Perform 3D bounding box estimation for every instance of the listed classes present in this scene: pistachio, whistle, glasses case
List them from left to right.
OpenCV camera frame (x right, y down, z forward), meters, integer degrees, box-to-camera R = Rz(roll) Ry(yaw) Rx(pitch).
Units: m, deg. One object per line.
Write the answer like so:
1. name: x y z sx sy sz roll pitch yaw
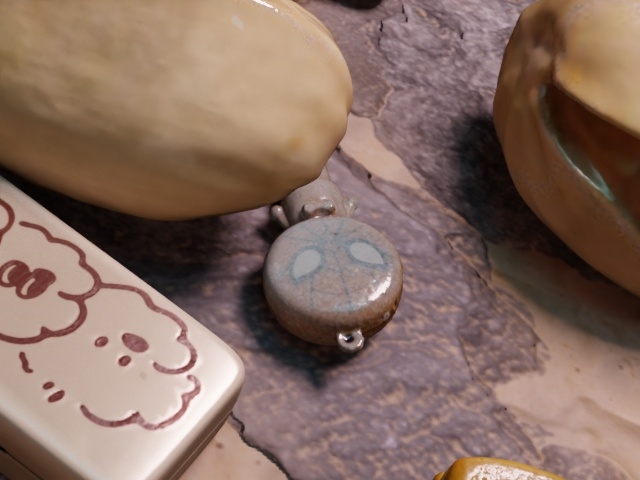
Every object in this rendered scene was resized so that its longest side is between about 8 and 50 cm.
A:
1. glasses case: -0.220 0.045 0.750 0.336 0.076 0.144 35 51 8
2. pistachio: -0.136 -0.115 0.817 0.318 0.214 0.193 9 51 -8
3. whistle: 0.000 0.000 0.883 0.107 0.057 0.220 -9 52 -9
4. pistachio: 0.277 -0.085 0.942 0.309 0.230 0.230 41 51 6

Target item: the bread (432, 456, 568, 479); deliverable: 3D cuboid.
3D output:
1. bread: 0.121 0.240 0.724 0.116 0.077 0.200 17 52 -9
